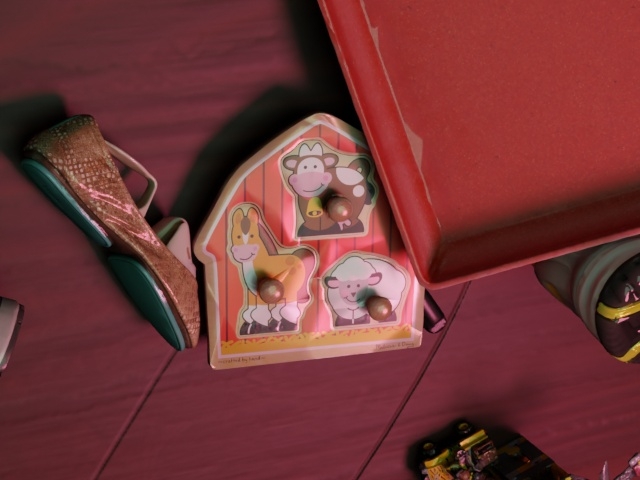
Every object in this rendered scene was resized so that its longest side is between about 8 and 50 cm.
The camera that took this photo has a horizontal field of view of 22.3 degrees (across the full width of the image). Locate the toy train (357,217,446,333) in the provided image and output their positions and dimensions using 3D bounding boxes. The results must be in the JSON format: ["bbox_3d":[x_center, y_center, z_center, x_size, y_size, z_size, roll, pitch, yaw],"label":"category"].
[{"bbox_3d":[0.054,0.018,1.284,0.027,0.036,0.158,-42,120,-7],"label":"toy train"}]

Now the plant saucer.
[{"bbox_3d":[0.157,-0.117,1.179,0.259,0.048,0.258,-16,107,15],"label":"plant saucer"}]

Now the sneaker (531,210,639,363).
[{"bbox_3d":[0.316,0.011,1.349,0.384,0.147,0.145,9,117,-48],"label":"sneaker"}]

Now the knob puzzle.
[{"bbox_3d":[0.000,0.000,1.219,0.213,0.030,0.213,-5,108,-15],"label":"knob puzzle"}]

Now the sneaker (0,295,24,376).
[{"bbox_3d":[-0.323,0.144,1.131,0.124,0.107,0.283,26,92,-15],"label":"sneaker"}]

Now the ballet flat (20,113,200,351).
[{"bbox_3d":[-0.132,-0.008,1.172,0.067,0.073,0.206,-47,125,-20],"label":"ballet flat"}]

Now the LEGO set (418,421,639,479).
[{"bbox_3d":[0.174,0.335,1.364,0.255,0.192,0.331,-20,115,-18],"label":"LEGO set"}]
